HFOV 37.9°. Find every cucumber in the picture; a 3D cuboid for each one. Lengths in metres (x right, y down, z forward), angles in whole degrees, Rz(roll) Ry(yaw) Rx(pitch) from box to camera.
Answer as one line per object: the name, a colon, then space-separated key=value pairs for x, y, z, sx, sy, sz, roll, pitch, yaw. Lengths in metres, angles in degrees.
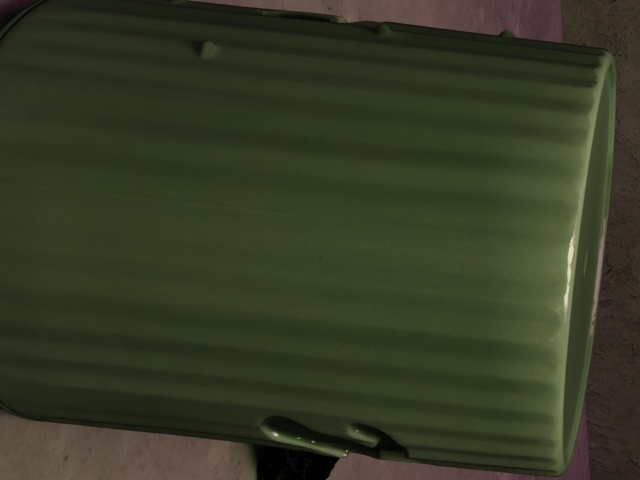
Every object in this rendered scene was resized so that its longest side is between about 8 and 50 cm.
cucumber: x=0.001 y=0.174 z=0.892 sx=0.081 sy=0.072 sz=0.303 roll=-63 pitch=178 yaw=-38

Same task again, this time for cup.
cup: x=-0.002 y=-0.022 z=0.669 sx=0.401 sy=0.392 sz=0.310 roll=-48 pitch=141 yaw=-58
